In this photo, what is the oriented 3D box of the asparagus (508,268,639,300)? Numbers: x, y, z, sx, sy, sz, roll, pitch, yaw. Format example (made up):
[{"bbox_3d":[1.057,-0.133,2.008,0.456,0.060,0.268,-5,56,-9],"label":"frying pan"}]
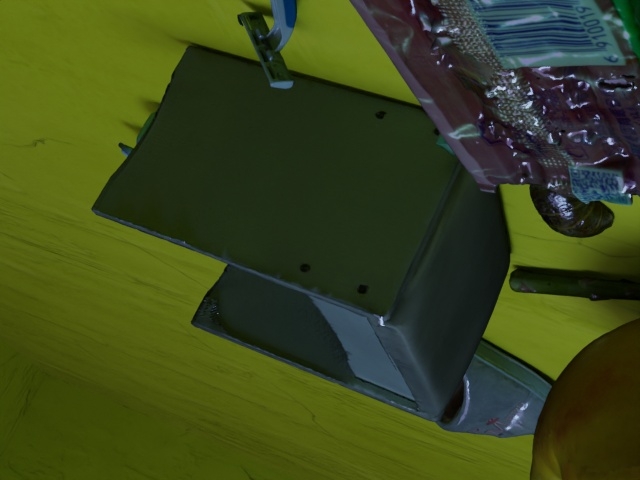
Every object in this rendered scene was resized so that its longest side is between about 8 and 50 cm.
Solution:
[{"bbox_3d":[0.252,0.041,1.018,0.248,0.025,0.024,2,108,52],"label":"asparagus"}]

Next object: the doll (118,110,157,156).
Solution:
[{"bbox_3d":[-0.127,-0.065,1.190,0.159,0.059,0.158,11,157,43],"label":"doll"}]

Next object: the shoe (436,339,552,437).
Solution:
[{"bbox_3d":[0.173,0.172,1.373,0.251,0.100,0.103,35,160,-17],"label":"shoe"}]

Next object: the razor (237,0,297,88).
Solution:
[{"bbox_3d":[-0.038,-0.177,0.793,0.191,0.037,0.068,80,166,-63],"label":"razor"}]

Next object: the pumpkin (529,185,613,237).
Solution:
[{"bbox_3d":[0.185,-0.022,0.928,0.083,0.028,0.050,41,159,-28],"label":"pumpkin"}]

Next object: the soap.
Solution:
[{"bbox_3d":[0.115,-0.121,0.633,0.217,0.098,0.273,12,158,37],"label":"soap"}]

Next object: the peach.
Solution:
[{"bbox_3d":[0.316,0.189,0.951,0.307,0.289,0.289,-8,169,-16],"label":"peach"}]

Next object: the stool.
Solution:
[{"bbox_3d":[0.000,0.000,1.016,0.269,0.170,0.244,19,160,22],"label":"stool"}]
